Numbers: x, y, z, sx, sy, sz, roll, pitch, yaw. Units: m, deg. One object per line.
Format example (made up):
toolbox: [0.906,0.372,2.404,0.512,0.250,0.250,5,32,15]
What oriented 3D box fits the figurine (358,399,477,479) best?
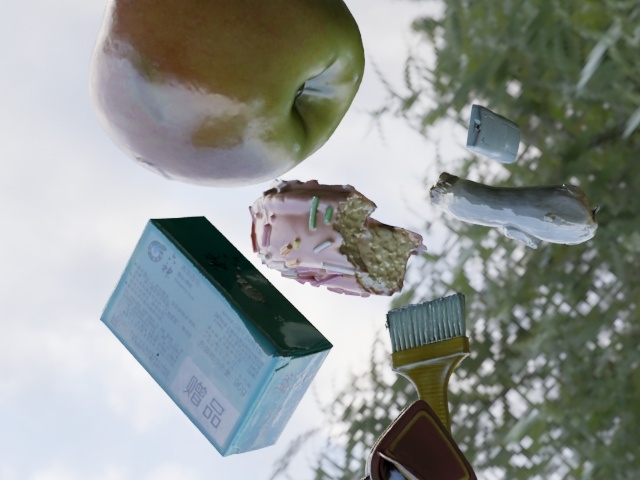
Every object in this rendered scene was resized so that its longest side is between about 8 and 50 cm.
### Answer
figurine: [0.065,0.187,1.128,0.082,0.098,0.154,58,177,8]

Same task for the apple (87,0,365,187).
apple: [-0.113,-0.218,1.753,0.305,0.338,0.338,24,-152,11]

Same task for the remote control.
remote control: [0.234,-0.141,1.859,0.029,0.061,0.162,6,179,24]

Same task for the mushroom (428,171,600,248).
mushroom: [0.292,-0.053,2.113,0.278,0.099,0.096,10,-142,28]

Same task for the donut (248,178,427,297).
donut: [0.000,0.000,1.022,0.117,0.065,0.166,8,169,26]

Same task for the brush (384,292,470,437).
brush: [0.107,0.159,1.284,0.010,0.082,0.218,31,-130,-58]

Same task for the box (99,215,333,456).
box: [-0.120,0.101,1.546,0.092,0.153,0.245,-4,-138,-50]
